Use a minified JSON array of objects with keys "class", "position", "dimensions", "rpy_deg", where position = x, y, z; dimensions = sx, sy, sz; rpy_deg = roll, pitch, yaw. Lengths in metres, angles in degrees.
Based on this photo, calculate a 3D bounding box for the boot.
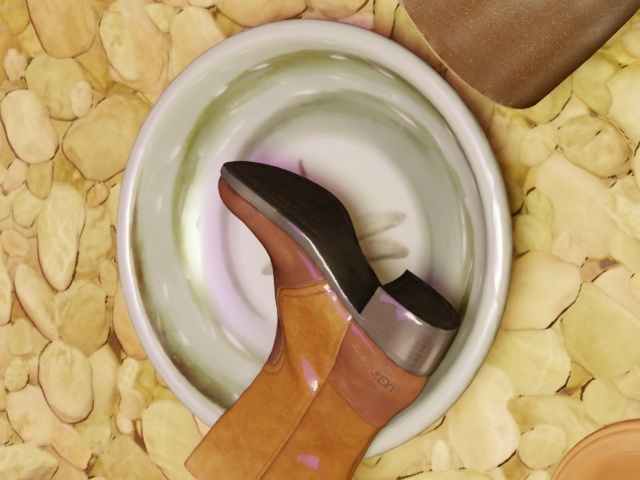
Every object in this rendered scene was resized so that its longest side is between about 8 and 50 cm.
[{"class":"boot","position":[-0.040,0.100,1.301],"dimensions":[0.264,0.096,0.280],"rpy_deg":[38,117,12]}]

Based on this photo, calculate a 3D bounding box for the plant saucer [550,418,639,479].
[{"class":"plant saucer","position":[0.281,0.254,1.262],"dimensions":[0.200,0.037,0.200],"rpy_deg":[2,94,28]}]

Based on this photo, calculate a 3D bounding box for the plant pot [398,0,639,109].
[{"class":"plant pot","position":[0.197,-0.252,1.152],"dimensions":[0.230,0.215,0.215],"rpy_deg":[-33,78,34]}]

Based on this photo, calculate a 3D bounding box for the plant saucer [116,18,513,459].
[{"class":"plant saucer","position":[0.000,0.000,1.357],"dimensions":[0.400,0.100,0.400],"rpy_deg":[2,95,27]}]
